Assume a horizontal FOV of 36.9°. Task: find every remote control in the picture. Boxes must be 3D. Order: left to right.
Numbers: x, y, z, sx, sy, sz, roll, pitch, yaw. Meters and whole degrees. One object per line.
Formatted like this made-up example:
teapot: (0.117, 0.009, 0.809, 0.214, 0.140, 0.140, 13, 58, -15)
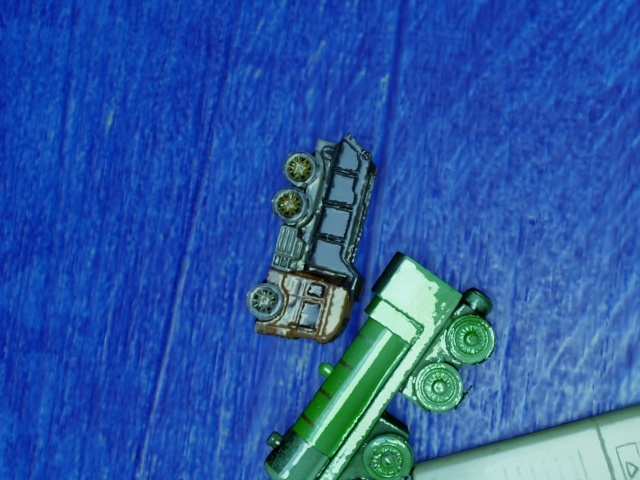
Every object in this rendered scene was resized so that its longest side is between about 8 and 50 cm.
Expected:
remote control: (0.198, 0.214, 0.832, 0.233, 0.038, 0.098, -18, 80, 10)

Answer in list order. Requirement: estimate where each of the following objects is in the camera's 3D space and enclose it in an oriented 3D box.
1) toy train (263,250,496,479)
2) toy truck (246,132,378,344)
toy train: (0.051, 0.135, 0.841, 0.119, 0.085, 0.251, 36, 89, 0)
toy truck: (0.000, 0.000, 0.874, 0.092, 0.083, 0.192, 14, 86, 9)
